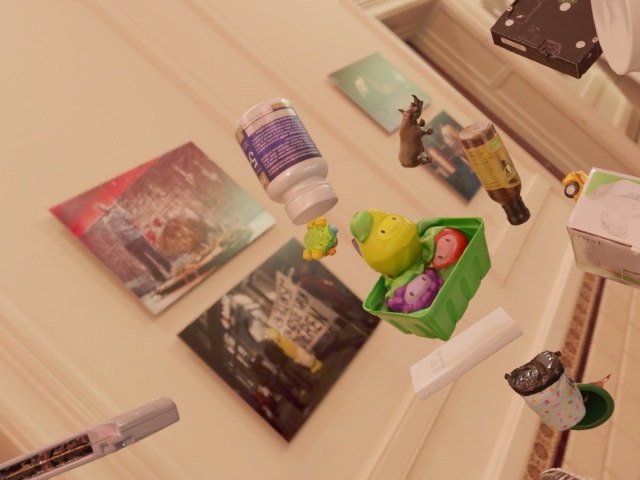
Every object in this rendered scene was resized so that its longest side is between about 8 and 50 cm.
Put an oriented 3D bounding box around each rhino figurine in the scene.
[{"bbox_3d":[0.277,-0.320,1.850,0.106,0.073,0.243,-26,-49,-22],"label":"rhino figurine"}]

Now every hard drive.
[{"bbox_3d":[0.436,0.340,1.904,0.353,0.047,0.233,-36,2,8],"label":"hard drive"},{"bbox_3d":[0.575,-0.533,1.374,0.339,0.237,0.064,-50,-36,-3],"label":"hard drive"}]

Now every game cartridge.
[{"bbox_3d":[-0.394,0.343,1.040,0.294,0.060,0.196,-24,-12,14],"label":"game cartridge"}]

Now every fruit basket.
[{"bbox_3d":[0.261,0.048,1.740,0.283,0.392,0.392,2,39,51],"label":"fruit basket"}]

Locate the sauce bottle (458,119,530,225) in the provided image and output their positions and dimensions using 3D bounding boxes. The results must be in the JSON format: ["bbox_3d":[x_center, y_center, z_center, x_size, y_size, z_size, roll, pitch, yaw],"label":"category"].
[{"bbox_3d":[0.534,-0.196,1.872,0.111,0.344,0.111,-28,27,15],"label":"sauce bottle"}]

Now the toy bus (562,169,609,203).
[{"bbox_3d":[0.815,-0.082,1.739,0.130,0.108,0.332,-50,36,31],"label":"toy bus"}]

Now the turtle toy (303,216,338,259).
[{"bbox_3d":[0.000,0.000,1.400,0.130,0.066,0.095,173,104,-67],"label":"turtle toy"}]

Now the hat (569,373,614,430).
[{"bbox_3d":[0.731,0.421,1.785,0.173,0.208,0.183,-33,24,24],"label":"hat"}]

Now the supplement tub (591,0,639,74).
[{"bbox_3d":[0.617,-0.403,0.959,0.331,0.241,0.241,-14,3,13],"label":"supplement tub"}]

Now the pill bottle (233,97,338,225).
[{"bbox_3d":[-0.052,-0.124,1.006,0.112,0.186,0.112,-28,-13,-7],"label":"pill bottle"}]

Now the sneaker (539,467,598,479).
[{"bbox_3d":[0.661,0.660,1.659,0.170,0.063,0.075,-1,20,41],"label":"sneaker"}]

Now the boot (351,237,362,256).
[{"bbox_3d":[0.190,0.042,1.934,0.106,0.219,0.082,-43,-19,28],"label":"boot"}]

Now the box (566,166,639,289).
[{"bbox_3d":[0.578,0.006,1.065,0.126,0.262,0.231,-63,-33,-9],"label":"box"}]

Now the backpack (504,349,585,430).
[{"bbox_3d":[0.560,0.375,1.524,0.152,0.182,0.115,-33,24,17],"label":"backpack"}]
